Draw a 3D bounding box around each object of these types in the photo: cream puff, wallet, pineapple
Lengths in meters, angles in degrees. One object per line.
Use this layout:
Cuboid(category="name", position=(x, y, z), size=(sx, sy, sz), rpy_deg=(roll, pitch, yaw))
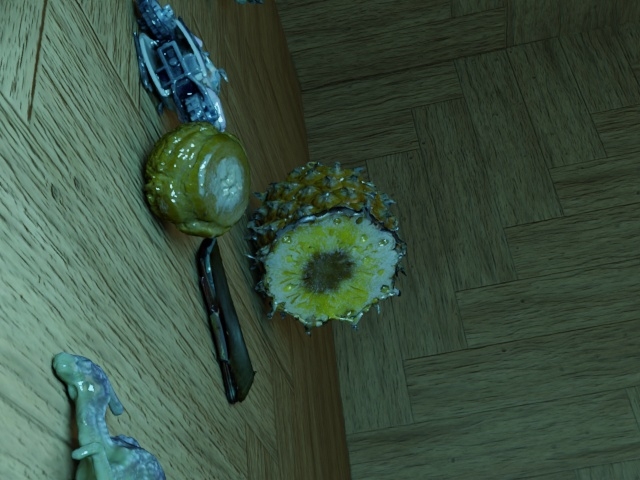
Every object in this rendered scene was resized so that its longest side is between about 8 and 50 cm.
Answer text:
Cuboid(category="cream puff", position=(-0.165, -0.079, 1.019), size=(0.150, 0.115, 0.165), rpy_deg=(-48, 141, -46))
Cuboid(category="wallet", position=(-0.152, 0.126, 1.240), size=(0.137, 0.031, 0.255), rpy_deg=(-80, 158, -74))
Cuboid(category="pineapple", position=(0.002, 0.001, 1.661), size=(0.300, 0.352, 0.352), rpy_deg=(-112, -172, -63))

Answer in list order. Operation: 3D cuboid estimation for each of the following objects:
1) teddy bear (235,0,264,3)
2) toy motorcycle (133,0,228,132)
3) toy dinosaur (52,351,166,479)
Cuboid(category="teddy bear", position=(-0.208, -0.612, 1.711), size=(0.133, 0.111, 0.213), rpy_deg=(-43, -109, 51))
Cuboid(category="toy motorcycle", position=(-0.189, -0.234, 1.159), size=(0.204, 0.108, 0.239), rpy_deg=(52, 27, -79))
Cuboid(category="toy dinosaur", position=(-0.160, 0.234, 0.669), size=(0.162, 0.077, 0.294), rpy_deg=(-85, 162, -73))
